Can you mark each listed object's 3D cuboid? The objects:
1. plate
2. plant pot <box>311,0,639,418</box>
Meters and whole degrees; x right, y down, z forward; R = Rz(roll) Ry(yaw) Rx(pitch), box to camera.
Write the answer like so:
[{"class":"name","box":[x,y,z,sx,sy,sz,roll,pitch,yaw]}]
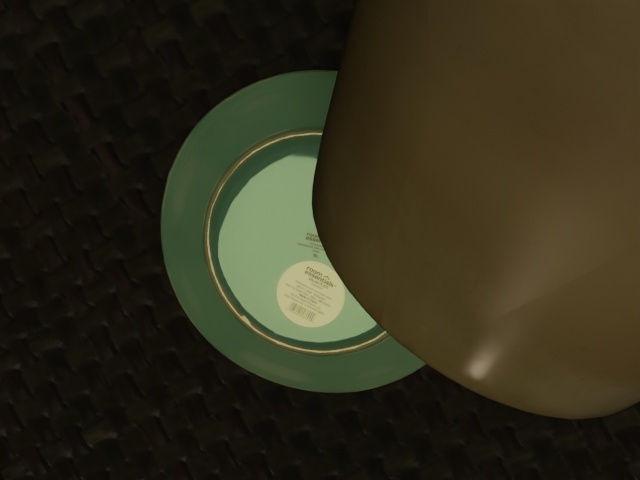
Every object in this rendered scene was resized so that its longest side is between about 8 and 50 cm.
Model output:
[{"class":"plate","box":[0.000,0.000,0.714,0.188,0.024,0.188,2,105,8]},{"class":"plant pot","box":[0.140,-0.085,0.549,0.323,0.323,0.280,31,125,0]}]
